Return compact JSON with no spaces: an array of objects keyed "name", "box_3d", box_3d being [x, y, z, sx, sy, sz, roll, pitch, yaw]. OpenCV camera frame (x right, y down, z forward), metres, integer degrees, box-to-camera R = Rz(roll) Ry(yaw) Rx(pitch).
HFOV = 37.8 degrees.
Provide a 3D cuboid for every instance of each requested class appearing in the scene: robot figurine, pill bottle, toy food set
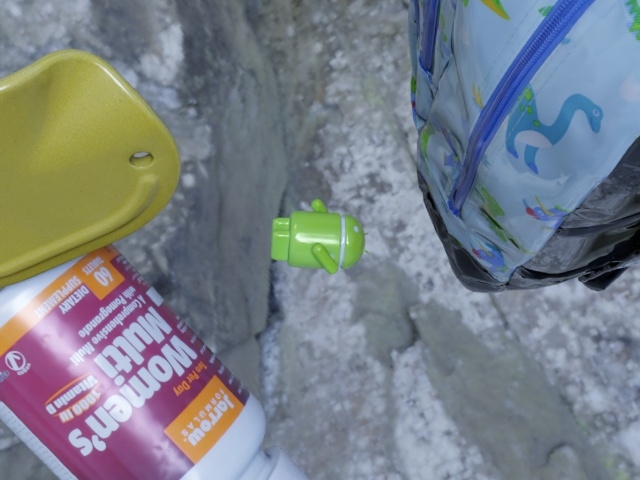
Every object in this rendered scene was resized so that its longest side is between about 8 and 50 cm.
[{"name":"robot figurine","box_3d":[0.000,0.000,1.094,0.101,0.115,0.067,-92,-173,-55]},{"name":"pill bottle","box_3d":[-0.112,0.109,0.582,0.221,0.121,0.121,48,23,-5]},{"name":"toy food set","box_3d":[-0.178,-0.037,0.467,0.128,0.218,0.071,56,15,-56]}]

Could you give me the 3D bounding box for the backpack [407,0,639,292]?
[{"name":"backpack","box_3d":[0.170,-0.116,0.454,0.273,0.290,0.355,63,3,0]}]
